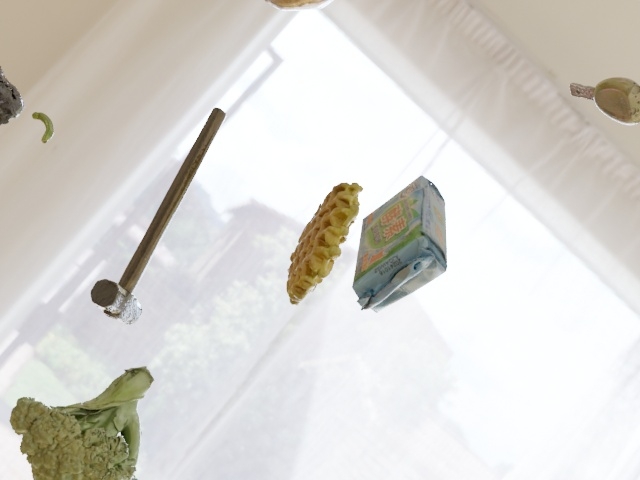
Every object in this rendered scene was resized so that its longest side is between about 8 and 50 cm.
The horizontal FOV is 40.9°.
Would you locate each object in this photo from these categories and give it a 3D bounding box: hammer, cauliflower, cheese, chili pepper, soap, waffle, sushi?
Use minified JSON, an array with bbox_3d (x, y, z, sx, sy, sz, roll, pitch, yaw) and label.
[{"bbox_3d":[-0.238,-0.047,1.316,0.043,0.365,0.111,21,-15,15],"label":"hammer"},{"bbox_3d":[-0.474,0.416,1.762,0.327,0.260,0.281,51,33,-6],"label":"cauliflower"},{"bbox_3d":[0.573,-0.292,1.737,0.192,0.037,0.097,36,-32,59],"label":"cheese"},{"bbox_3d":[-0.449,-0.186,1.390,0.083,0.030,0.017,48,1,40],"label":"chili pepper"},{"bbox_3d":[0.133,0.004,1.405,0.077,0.156,0.293,46,24,-18],"label":"soap"},{"bbox_3d":[-0.001,0.000,1.844,0.065,0.309,0.283,27,16,-11],"label":"waffle"},{"bbox_3d":[-0.691,-0.283,1.695,0.212,0.147,0.115,-7,-55,24],"label":"sushi"}]

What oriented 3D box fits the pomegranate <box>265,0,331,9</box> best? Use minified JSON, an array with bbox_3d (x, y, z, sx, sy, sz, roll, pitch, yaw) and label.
[{"bbox_3d":[-0.062,-0.736,2.244,0.281,0.281,0.281,40,-7,6],"label":"pomegranate"}]
